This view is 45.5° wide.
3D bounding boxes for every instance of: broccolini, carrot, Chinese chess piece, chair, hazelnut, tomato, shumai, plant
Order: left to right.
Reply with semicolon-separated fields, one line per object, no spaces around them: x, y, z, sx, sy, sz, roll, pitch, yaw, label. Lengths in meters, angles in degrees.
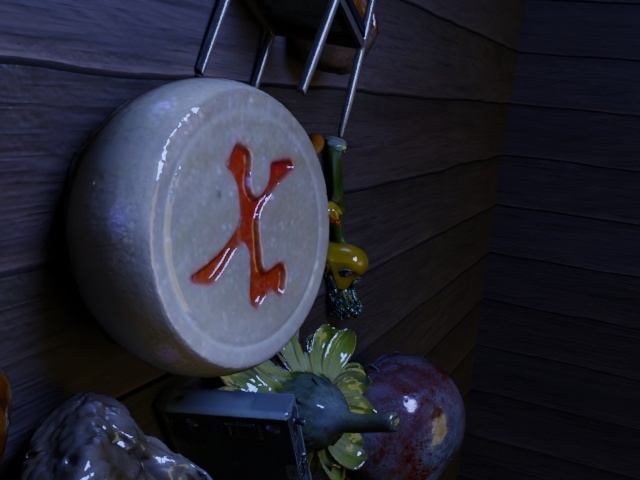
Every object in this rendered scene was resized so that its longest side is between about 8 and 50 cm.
-0.199;0.257;0.766;0.218;0.185;0.184;-144;-121;-77;shumai
-0.128;-0.014;0.876;0.338;0.140;0.338;-2;92;-54;Chinese chess piece
-0.046;-0.116;1.261;0.190;0.037;0.037;-55;148;-38;carrot
-0.028;-0.306;1.031;0.166;0.188;0.272;38;69;-66;chair
-0.014;0.287;1.169;0.305;0.297;0.261;-14;126;-44;plant
0.017;-0.338;1.198;0.154;0.143;0.143;69;36;-74;hazelnut
0.046;-0.009;1.463;0.079;0.073;0.392;-62;154;-51;broccolini
0.167;0.405;1.689;0.317;0.282;0.317;-47;158;-25;tomato

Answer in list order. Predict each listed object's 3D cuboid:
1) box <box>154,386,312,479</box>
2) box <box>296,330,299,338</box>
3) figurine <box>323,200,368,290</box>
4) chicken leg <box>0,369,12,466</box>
-0.107;0.316;1.083;0.045;0.210;0.270;-73;161;-50;box
-0.079;0.148;1.304;0.167;0.024;0.090;-16;114;-64;box
0.003;-0.003;1.229;0.122;0.176;0.121;-66;162;11;figurine
-0.317;0.217;0.700;0.113;0.093;0.304;-70;164;-54;chicken leg
